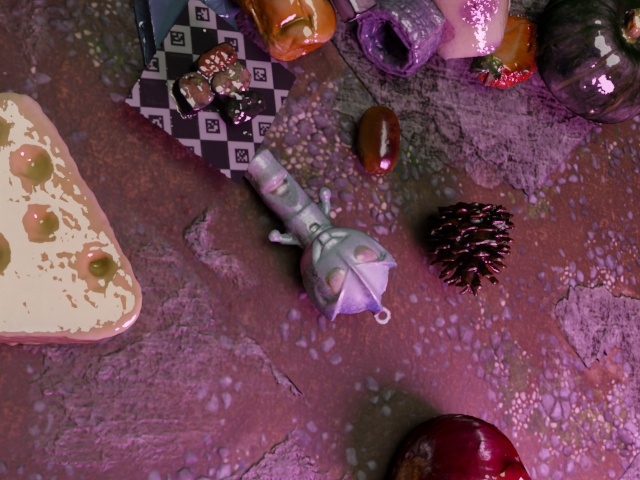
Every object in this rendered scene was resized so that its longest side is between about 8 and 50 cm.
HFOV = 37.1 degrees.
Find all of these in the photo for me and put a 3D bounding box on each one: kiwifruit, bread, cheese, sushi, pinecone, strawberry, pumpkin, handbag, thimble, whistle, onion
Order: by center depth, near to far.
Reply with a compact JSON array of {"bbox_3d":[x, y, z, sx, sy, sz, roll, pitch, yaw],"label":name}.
[{"bbox_3d":[-0.449,-0.030,1.328,0.384,0.104,0.384,5,78,-27],"label":"cheese"},{"bbox_3d":[-0.155,-0.245,1.494,0.219,0.047,0.231,36,63,-20],"label":"sushi"},{"bbox_3d":[-0.200,-0.315,1.549,0.179,0.062,0.229,-8,84,-32],"label":"handbag"},{"bbox_3d":[0.240,0.387,1.554,0.216,0.206,0.207,22,70,-24],"label":"onion"},{"bbox_3d":[-0.001,0.001,1.560,0.142,0.134,0.346,-40,89,12],"label":"whistle"},{"bbox_3d":[-0.084,-0.442,1.565,0.132,0.167,0.294,-29,93,11],"label":"bread"},{"bbox_3d":[0.102,-0.177,1.675,0.075,0.075,0.124,5,80,-27],"label":"kiwifruit"},{"bbox_3d":[0.263,0.015,1.677,0.163,0.163,0.165,-2,93,-29],"label":"pinecone"},{"bbox_3d":[0.254,-0.506,1.681,0.338,0.155,0.187,76,25,-44],"label":"bread"},{"bbox_3d":[0.142,-0.376,1.695,0.150,0.150,0.098,51,61,-10],"label":"thimble"},{"bbox_3d":[0.348,-0.359,1.837,0.140,0.085,0.192,9,54,-11],"label":"strawberry"},{"bbox_3d":[0.570,-0.379,1.890,0.300,0.207,0.300,13,67,-33],"label":"pumpkin"}]

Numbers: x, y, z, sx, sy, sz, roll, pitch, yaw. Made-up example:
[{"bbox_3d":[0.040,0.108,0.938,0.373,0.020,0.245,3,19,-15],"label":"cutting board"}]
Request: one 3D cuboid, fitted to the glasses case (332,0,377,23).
[{"bbox_3d":[-0.006,-0.500,1.550,0.299,0.060,0.114,60,20,-13],"label":"glasses case"}]
